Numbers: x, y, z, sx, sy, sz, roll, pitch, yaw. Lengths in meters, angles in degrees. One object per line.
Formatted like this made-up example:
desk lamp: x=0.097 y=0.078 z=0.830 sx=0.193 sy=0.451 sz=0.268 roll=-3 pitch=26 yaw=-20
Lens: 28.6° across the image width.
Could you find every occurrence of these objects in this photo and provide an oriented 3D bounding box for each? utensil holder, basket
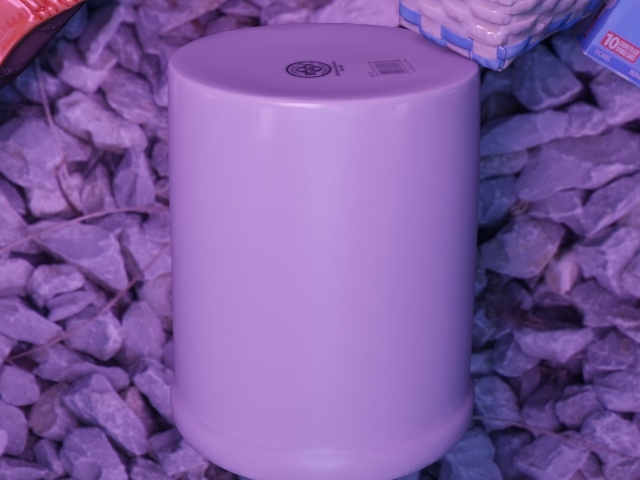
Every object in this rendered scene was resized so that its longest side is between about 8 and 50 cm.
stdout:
utensil holder: x=0.000 y=0.000 z=1.277 sx=0.327 sy=0.327 sz=0.385 roll=-1 pitch=113 yaw=0
basket: x=0.175 y=-0.324 z=1.153 sx=0.201 sy=0.255 sz=0.289 roll=35 pitch=136 yaw=28

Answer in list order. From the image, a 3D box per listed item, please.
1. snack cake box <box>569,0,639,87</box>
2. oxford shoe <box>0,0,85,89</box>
snack cake box: x=0.415 y=-0.207 z=1.306 sx=0.264 sy=0.089 sz=0.152 roll=27 pitch=113 yaw=-13
oxford shoe: x=-0.309 y=-0.254 z=1.275 sx=0.363 sy=0.133 sz=0.130 roll=-44 pitch=94 yaw=-1
